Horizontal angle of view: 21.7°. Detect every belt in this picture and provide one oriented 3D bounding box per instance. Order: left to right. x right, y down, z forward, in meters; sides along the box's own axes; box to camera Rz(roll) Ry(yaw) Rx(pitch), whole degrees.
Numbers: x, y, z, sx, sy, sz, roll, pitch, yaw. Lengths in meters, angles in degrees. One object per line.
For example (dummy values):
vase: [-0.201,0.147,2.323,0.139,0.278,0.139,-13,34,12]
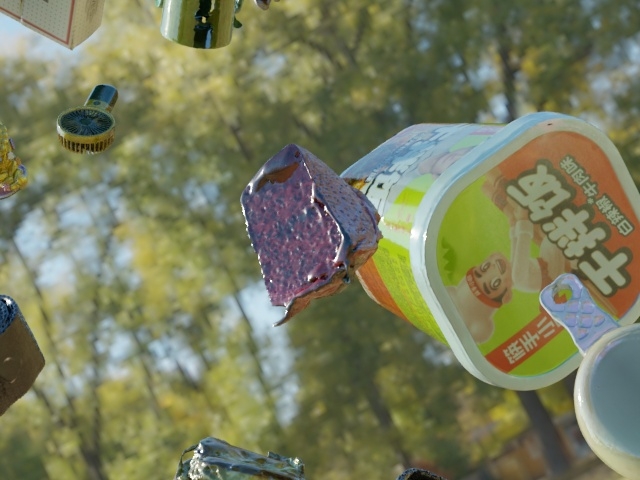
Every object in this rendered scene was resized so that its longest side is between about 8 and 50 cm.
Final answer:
belt: [-0.559,0.195,2.501,0.184,0.164,0.289,9,41,38]

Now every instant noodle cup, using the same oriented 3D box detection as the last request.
instant noodle cup: [0.171,-0.007,1.854,0.294,0.294,0.308,-25,17,-19]

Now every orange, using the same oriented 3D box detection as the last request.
orange: [-0.085,0.268,1.740,0.160,0.112,0.170,16,14,40]

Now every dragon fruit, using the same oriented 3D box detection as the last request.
dragon fruit: [0.000,0.000,1.425,0.102,0.147,0.096,-32,-31,22]

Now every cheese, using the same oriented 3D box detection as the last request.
cheese: [0.273,0.115,1.483,0.137,0.227,0.064,-38,-35,1]

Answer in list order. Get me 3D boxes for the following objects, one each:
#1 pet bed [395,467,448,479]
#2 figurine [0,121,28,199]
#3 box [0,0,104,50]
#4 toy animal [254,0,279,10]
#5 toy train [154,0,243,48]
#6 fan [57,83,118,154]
pet bed: [0.111,0.413,2.223,0.183,0.159,0.211,12,-61,-52]
figurine: [-0.453,-0.121,2.224,0.115,0.156,0.095,16,59,46]
box: [-0.478,-0.459,2.534,0.095,0.330,0.210,-52,-15,-44]
toy animal: [-0.133,-0.308,1.627,0.225,0.284,0.302,-15,-39,41]
toy train: [-0.122,-0.370,1.974,0.126,0.307,0.189,1,23,-21]
fan: [-0.326,-0.175,2.397,0.155,0.082,0.039,-72,-10,-52]
